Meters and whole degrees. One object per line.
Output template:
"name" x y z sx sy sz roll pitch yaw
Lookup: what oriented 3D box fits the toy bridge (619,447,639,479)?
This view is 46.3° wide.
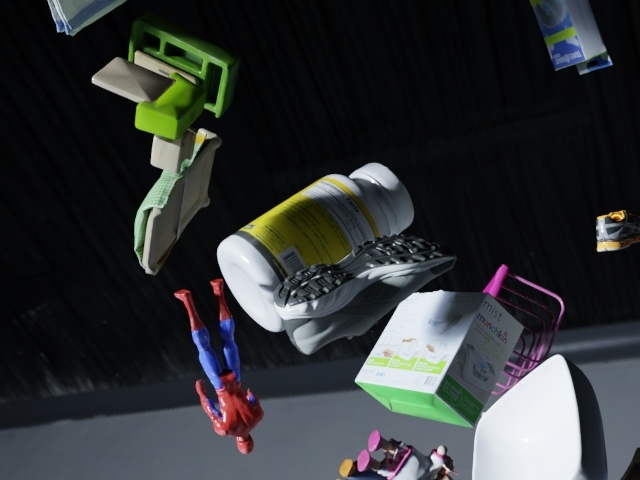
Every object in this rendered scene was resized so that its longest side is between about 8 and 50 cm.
"toy bridge" 0.249 0.266 0.641 0.188 0.026 0.063 -59 4 -22

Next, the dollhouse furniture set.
"dollhouse furniture set" -0.244 -0.131 1.070 0.151 0.301 0.197 25 45 5

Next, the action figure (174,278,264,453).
"action figure" -0.160 0.203 1.203 0.092 0.280 0.139 -17 6 -17

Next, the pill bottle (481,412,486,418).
"pill bottle" 0.400 0.465 1.743 0.067 0.067 0.120 -4 68 28

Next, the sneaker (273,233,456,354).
"sneaker" 0.067 0.069 1.035 0.272 0.108 0.100 -21 26 -18

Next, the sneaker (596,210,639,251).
"sneaker" 0.714 -0.033 1.756 0.084 0.083 0.215 -12 2 44

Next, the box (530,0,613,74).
"box" 0.373 -0.336 1.138 0.042 0.178 0.109 -24 7 -4

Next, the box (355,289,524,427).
"box" 0.229 0.225 1.488 0.262 0.127 0.231 -10 42 59

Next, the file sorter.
"file sorter" 0.452 0.237 1.854 0.182 0.290 0.202 27 64 8

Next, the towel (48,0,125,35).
"towel" -0.270 -0.403 0.918 0.034 0.285 0.209 42 68 18

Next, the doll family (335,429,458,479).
"doll family" 0.081 0.377 0.999 0.263 0.163 0.118 -59 11 -7

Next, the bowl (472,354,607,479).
"bowl" 0.194 0.188 0.649 0.142 0.053 0.142 -55 11 37

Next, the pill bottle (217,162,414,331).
"pill bottle" 0.000 0.000 1.335 0.334 0.187 0.188 -33 34 -24
